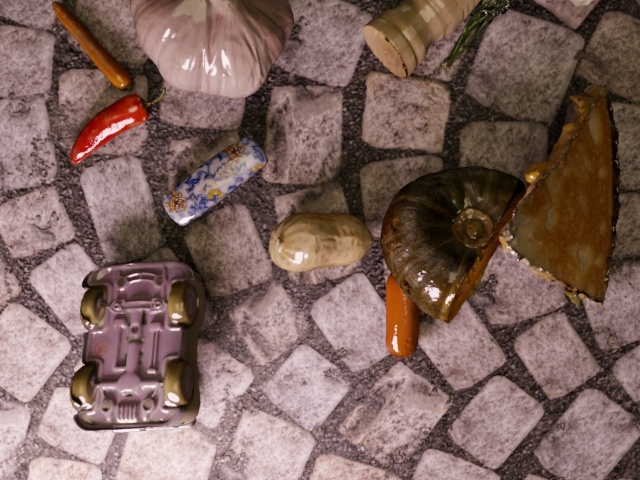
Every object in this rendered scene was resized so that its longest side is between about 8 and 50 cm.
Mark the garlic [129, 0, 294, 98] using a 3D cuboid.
[{"bbox_3d":[-0.214,-0.429,0.950,0.318,0.259,0.317,1,87,-23],"label":"garlic"}]

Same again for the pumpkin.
[{"bbox_3d":[0.248,-0.014,1.015,0.232,0.242,0.325,30,69,28],"label":"pumpkin"}]

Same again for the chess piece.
[{"bbox_3d":[0.239,-0.477,1.008,0.301,0.137,0.137,-41,93,2],"label":"chess piece"}]

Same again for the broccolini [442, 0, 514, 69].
[{"bbox_3d":[0.326,-0.446,1.041,0.074,0.058,0.201,34,94,6],"label":"broccolini"}]

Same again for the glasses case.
[{"bbox_3d":[-0.229,-0.130,1.080,0.248,0.065,0.086,-37,91,5],"label":"glasses case"}]

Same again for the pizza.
[{"bbox_3d":[0.513,-0.041,0.997,0.435,0.080,0.391,-48,121,-21],"label":"pizza"}]

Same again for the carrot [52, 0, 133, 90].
[{"bbox_3d":[-0.496,-0.421,1.077,0.043,0.043,0.248,-42,90,4],"label":"carrot"}]

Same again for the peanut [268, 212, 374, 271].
[{"bbox_3d":[0.000,0.000,1.055,0.225,0.129,0.129,-8,95,0],"label":"peanut"}]

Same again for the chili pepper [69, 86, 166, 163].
[{"bbox_3d":[-0.448,-0.256,1.080,0.272,0.063,0.071,-31,81,7],"label":"chili pepper"}]

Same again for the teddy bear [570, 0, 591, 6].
[{"bbox_3d":[0.556,-0.615,0.874,0.362,0.376,0.327,-36,53,41],"label":"teddy bear"}]

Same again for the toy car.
[{"bbox_3d":[-0.364,0.230,1.062,0.242,0.226,0.335,-5,68,2],"label":"toy car"}]

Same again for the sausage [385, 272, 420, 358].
[{"bbox_3d":[0.181,0.162,1.089,0.077,0.076,0.197,0,95,2],"label":"sausage"}]
